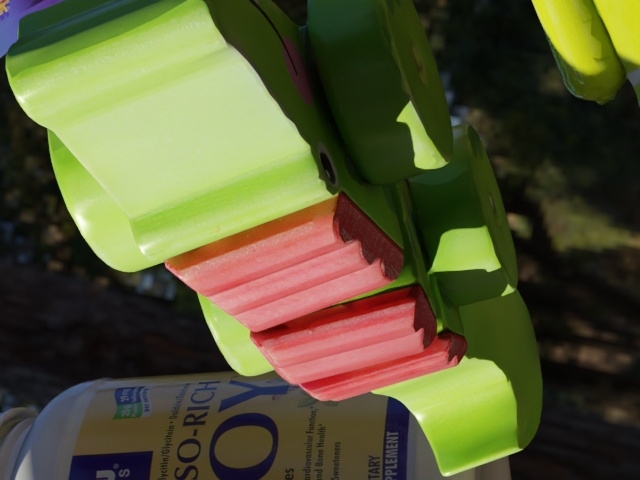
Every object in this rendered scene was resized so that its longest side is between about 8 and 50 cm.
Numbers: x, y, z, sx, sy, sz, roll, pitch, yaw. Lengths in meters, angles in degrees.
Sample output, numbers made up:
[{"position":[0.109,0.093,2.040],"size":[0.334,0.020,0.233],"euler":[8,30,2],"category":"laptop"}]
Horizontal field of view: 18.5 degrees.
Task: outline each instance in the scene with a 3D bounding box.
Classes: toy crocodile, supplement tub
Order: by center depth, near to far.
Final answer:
[{"position":[0.000,0.000,0.654],"size":[0.340,0.115,0.105],"euler":[48,-153,-66],"category":"toy crocodile"},{"position":[-0.053,0.199,1.218],"size":[0.241,0.331,0.241],"euler":[-5,-90,-79],"category":"supplement tub"}]

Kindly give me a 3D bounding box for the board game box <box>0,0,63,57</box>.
[{"position":[-0.281,-0.249,0.917],"size":[0.078,0.347,0.233],"euler":[-41,-24,-2],"category":"board game box"}]

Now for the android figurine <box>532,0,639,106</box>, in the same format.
[{"position":[0.241,-0.159,1.137],"size":[0.056,0.248,0.273],"euler":[-20,-90,-58],"category":"android figurine"}]
